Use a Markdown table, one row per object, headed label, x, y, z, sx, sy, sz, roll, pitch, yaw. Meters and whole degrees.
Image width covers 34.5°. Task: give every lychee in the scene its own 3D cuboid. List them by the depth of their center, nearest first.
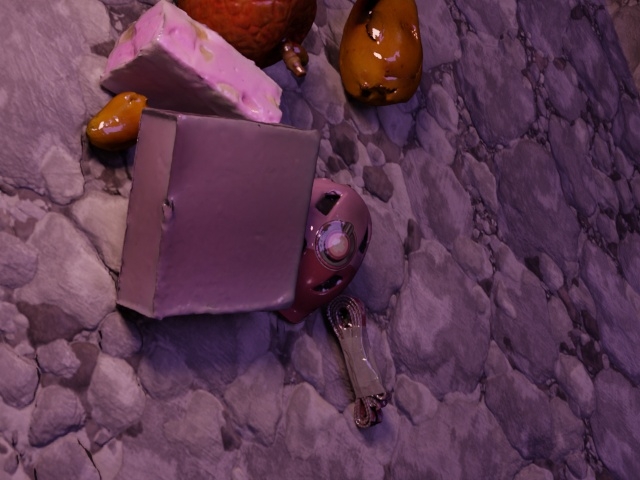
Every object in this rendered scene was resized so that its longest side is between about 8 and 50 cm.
| label | x | y | z | sx | sy | sz | roll | pitch | yaw |
| --- | --- | --- | --- | --- | --- | --- | --- | --- | --- |
| lychee | -0.114 | -0.390 | 1.726 | 0.300 | 0.255 | 0.255 | 35 | 39 | 12 |

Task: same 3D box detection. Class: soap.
| label | x | y | z | sx | sy | sz | roll | pitch | yaw |
| --- | --- | --- | --- | --- | --- | --- | --- | --- | --- |
| soap | -0.143 | -0.038 | 1.525 | 0.285 | 0.107 | 0.296 | 3 | 101 | -44 |

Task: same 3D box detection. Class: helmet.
| label | x | y | z | sx | sy | sz | roll | pitch | yaw |
| --- | --- | --- | --- | --- | --- | --- | --- | --- | --- |
| helmet | 0.000 | 0.000 | 1.742 | 0.198 | 0.154 | 0.253 | 46 | 39 | -24 |

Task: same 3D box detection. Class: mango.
| label | x | y | z | sx | sy | sz | roll | pitch | yaw |
| --- | --- | --- | --- | --- | --- | --- | --- | --- | --- |
| mango | -0.304 | -0.175 | 1.551 | 0.127 | 0.063 | 0.077 | -43 | 109 | -44 |
| mango | 0.128 | -0.386 | 2.063 | 0.201 | 0.152 | 0.287 | 39 | 46 | -25 |

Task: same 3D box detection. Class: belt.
| label | x | y | z | sx | sy | sz | roll | pitch | yaw |
| --- | --- | --- | --- | --- | --- | --- | --- | --- | --- |
| belt | 0.070 | 0.204 | 1.777 | 0.053 | 0.071 | 0.232 | 3 | 71 | -68 |

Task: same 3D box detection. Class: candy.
| label | x | y | z | sx | sy | sz | roll | pitch | yaw |
| --- | --- | --- | --- | --- | --- | --- | --- | --- | --- |
| candy | -0.198 | -0.245 | 1.629 | 0.265 | 0.155 | 0.116 | 37 | 49 | -32 |
